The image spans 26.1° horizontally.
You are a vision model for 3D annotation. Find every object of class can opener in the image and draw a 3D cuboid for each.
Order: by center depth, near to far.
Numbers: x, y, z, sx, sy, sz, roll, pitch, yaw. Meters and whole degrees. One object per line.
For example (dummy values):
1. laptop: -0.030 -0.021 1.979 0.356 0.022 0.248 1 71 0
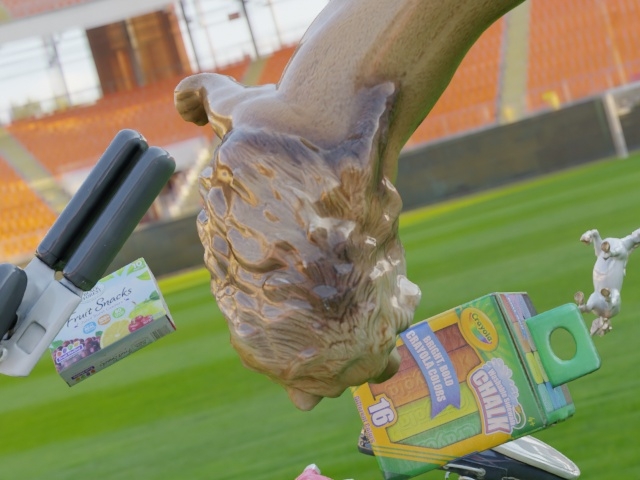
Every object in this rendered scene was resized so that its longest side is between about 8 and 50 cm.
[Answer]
1. can opener: -0.257 0.010 1.383 0.283 0.076 0.095 -56 -21 -4

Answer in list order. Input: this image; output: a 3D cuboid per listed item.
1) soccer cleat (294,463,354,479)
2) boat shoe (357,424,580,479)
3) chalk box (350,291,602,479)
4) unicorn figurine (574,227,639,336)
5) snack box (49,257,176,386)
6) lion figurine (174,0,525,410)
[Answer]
1. soccer cleat: -0.020 0.299 1.266 0.248 0.083 0.095 104 -170 -51
2. boat shoe: 0.169 0.249 1.587 0.255 0.079 0.095 17 7 -5
3. chalk box: 0.151 0.128 1.290 0.213 0.132 0.132 -25 -11 19
4. unicorn figurine: 0.327 0.030 1.544 0.060 0.162 0.111 24 3 33
5. snack box: -0.248 0.094 1.603 0.141 0.037 0.100 -28 47 -2
6. lion figurine: 0.042 -0.111 0.789 0.142 0.392 0.240 22 12 -27
